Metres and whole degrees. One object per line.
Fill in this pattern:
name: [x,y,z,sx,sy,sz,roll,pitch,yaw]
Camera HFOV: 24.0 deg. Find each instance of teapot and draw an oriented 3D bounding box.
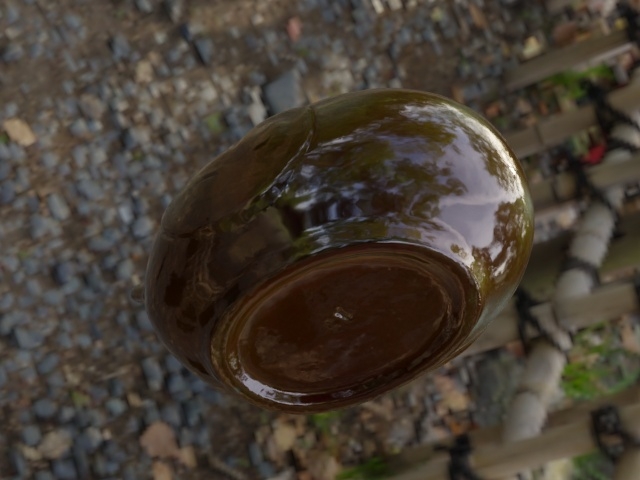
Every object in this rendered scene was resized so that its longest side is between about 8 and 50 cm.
teapot: [0.000,0.000,0.442,0.098,0.129,0.078,37,31,-35]
